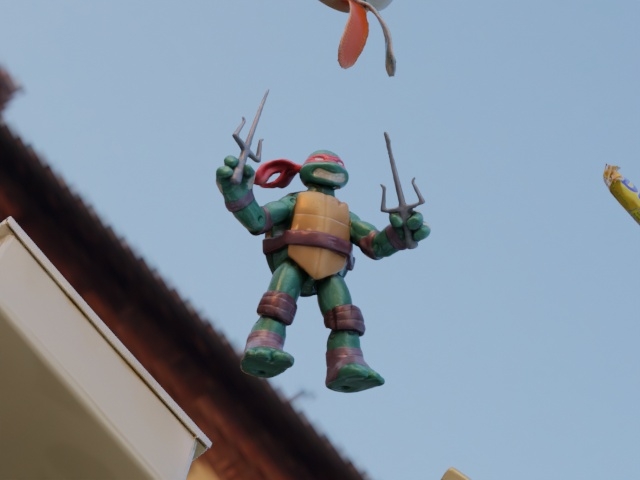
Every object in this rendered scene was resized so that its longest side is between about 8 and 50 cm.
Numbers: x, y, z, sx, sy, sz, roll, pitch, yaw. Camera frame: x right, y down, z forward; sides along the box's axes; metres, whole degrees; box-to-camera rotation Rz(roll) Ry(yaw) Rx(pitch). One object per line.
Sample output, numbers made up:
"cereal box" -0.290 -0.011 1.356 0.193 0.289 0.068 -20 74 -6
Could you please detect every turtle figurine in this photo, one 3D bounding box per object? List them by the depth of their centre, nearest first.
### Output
"turtle figurine" 0.000 0.000 1.610 0.118 0.175 0.234 97 -3 -70

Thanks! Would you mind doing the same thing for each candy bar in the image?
"candy bar" 0.267 0.004 1.496 0.161 0.018 0.040 47 13 -9

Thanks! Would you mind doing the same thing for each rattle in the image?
"rattle" 0.036 -0.223 1.418 0.130 0.143 0.200 43 13 -29

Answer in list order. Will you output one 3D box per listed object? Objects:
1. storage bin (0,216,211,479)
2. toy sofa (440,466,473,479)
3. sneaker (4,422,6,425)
"storage bin" -0.279 0.172 1.654 0.260 0.123 0.262 -36 -76 15
"toy sofa" 0.183 0.346 1.885 0.150 0.177 0.362 34 0 26
"sneaker" -0.285 0.149 1.655 0.079 0.217 0.121 37 6 -20
